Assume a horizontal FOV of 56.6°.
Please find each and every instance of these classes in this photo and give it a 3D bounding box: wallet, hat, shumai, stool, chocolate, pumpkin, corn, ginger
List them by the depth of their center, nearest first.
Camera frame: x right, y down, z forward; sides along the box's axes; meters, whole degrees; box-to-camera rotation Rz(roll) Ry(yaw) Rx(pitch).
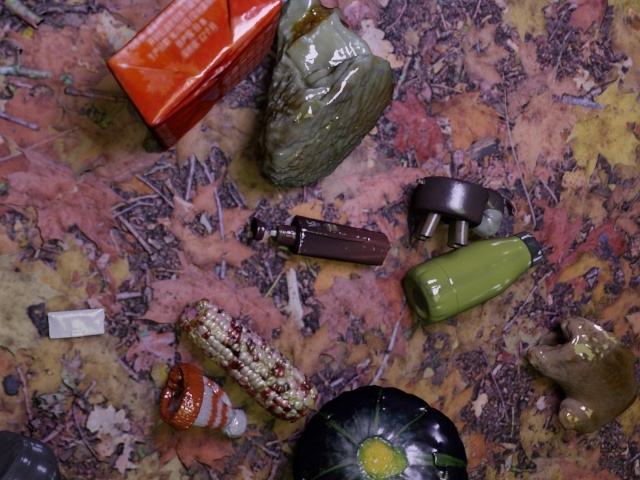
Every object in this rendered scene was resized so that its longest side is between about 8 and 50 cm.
[{"bbox_3d":[-0.175,-0.250,0.832,0.108,0.237,0.235,45,85,-9],"label":"chocolate"},{"bbox_3d":[-0.385,0.131,0.940,0.083,0.011,0.044,-2,100,-18],"label":"wallet"},{"bbox_3d":[-0.030,-0.227,0.940,0.272,0.222,0.204,-46,71,4],"label":"shumai"},{"bbox_3d":[-0.184,0.282,0.998,0.162,0.112,0.093,30,117,-31],"label":"hat"},{"bbox_3d":[-0.118,0.205,0.999,0.280,0.092,0.092,45,84,-18],"label":"corn"},{"bbox_3d":[0.101,0.410,1.030,0.295,0.296,0.296,-3,100,-18],"label":"pumpkin"},{"bbox_3d":[0.249,-0.047,1.059,0.217,0.125,0.121,14,85,-28],"label":"stool"},{"bbox_3d":[0.538,0.279,1.213,0.275,0.130,0.221,25,99,-15],"label":"ginger"}]

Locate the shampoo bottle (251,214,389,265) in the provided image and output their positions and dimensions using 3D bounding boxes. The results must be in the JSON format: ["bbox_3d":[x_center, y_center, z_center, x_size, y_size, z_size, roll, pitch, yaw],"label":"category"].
[{"bbox_3d":[0.000,-0.002,1.019,0.236,0.068,0.067,9,96,-21],"label":"shampoo bottle"}]

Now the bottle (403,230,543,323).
[{"bbox_3d":[0.289,0.058,1.099,0.260,0.112,0.112,-22,105,-14],"label":"bottle"}]

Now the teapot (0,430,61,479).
[{"bbox_3d":[-0.479,0.483,0.864,0.299,0.253,0.344,-10,110,18],"label":"teapot"}]
